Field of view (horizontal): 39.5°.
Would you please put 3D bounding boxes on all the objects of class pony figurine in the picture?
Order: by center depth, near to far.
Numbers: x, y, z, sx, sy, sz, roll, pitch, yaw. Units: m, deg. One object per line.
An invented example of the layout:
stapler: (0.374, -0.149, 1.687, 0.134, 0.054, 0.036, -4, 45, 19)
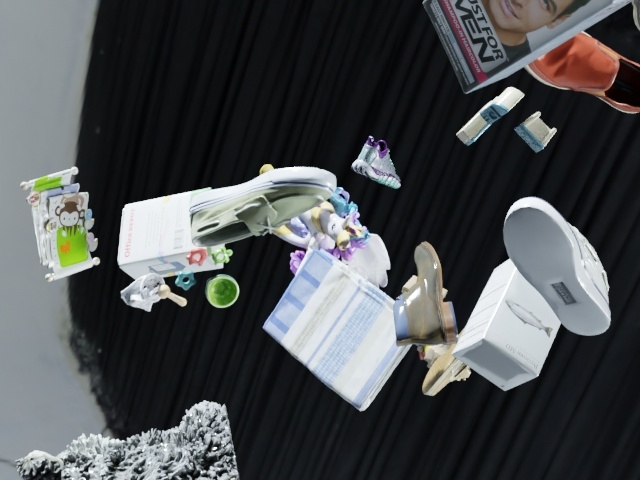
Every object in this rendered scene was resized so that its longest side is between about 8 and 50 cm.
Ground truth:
pony figurine: (0.000, 0.000, 2.286, 0.302, 0.351, 0.363, -28, 46, -23)

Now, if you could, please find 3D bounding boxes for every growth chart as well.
growth chart: (-0.530, -0.034, 1.846, 0.021, 0.237, 0.172, 7, 26, 30)

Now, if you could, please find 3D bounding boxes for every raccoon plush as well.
raccoon plush: (-0.251, 0.336, 1.146, 0.299, 0.216, 0.446, -9, -8, -10)

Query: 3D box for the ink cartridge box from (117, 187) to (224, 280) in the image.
ink cartridge box: (-0.316, -0.011, 1.911, 0.212, 0.093, 0.154, -9, 61, 16)

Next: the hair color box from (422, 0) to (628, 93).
hair color box: (0.339, -0.400, 1.450, 0.113, 0.185, 0.374, -25, -1, -29)

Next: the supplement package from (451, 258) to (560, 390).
supplement package: (0.299, 0.122, 1.373, 0.105, 0.105, 0.179, 34, 61, -4)

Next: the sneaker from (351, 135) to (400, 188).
sneaker: (0.159, -0.192, 2.218, 0.083, 0.098, 0.223, 24, 4, 24)

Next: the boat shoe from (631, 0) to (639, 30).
boat shoe: (0.748, -0.494, 1.967, 0.285, 0.102, 0.092, 39, 36, -49)

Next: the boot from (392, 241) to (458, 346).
boot: (0.166, 0.092, 1.561, 0.106, 0.082, 0.219, -10, 46, -1)

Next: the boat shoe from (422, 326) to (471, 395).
boat shoe: (0.255, 0.231, 1.651, 0.059, 0.170, 0.063, 32, 22, -12)

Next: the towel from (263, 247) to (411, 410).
towel: (0.039, 0.164, 1.703, 0.285, 0.209, 0.034, 36, 4, 31)

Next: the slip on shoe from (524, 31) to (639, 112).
slip on shoe: (0.538, -0.337, 1.756, 0.331, 0.123, 0.101, 20, 7, -19)

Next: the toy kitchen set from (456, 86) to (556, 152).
toy kitchen set: (0.470, -0.272, 2.265, 0.166, 0.122, 0.207, 46, -10, -2)

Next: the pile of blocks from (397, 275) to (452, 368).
pile of blocks: (0.266, 0.237, 2.380, 0.148, 0.113, 0.362, 13, 28, -6)

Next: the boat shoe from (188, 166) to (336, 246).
boat shoe: (-0.105, -0.053, 1.597, 0.302, 0.094, 0.109, -14, -26, 30)

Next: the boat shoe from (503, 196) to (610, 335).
boat shoe: (0.346, 0.023, 1.269, 0.267, 0.096, 0.088, 47, 45, -28)

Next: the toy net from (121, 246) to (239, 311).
toy net: (-0.283, 0.085, 1.795, 0.232, 0.122, 0.045, -9, 22, -17)
